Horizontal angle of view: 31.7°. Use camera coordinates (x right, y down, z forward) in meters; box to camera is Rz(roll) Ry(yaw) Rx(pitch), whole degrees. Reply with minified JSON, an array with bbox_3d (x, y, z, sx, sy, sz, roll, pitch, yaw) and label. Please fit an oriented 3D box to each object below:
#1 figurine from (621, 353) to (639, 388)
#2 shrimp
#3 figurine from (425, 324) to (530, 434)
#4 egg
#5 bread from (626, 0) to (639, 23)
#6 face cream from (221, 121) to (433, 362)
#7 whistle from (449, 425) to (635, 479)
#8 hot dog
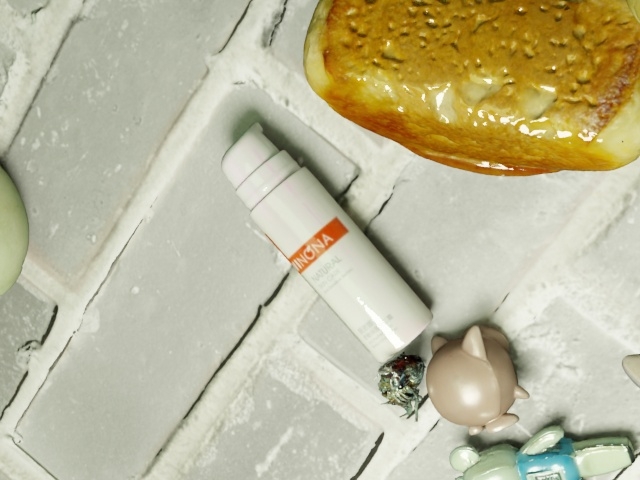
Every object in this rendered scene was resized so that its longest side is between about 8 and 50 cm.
[{"bbox_3d":[0.541,0.109,1.239,0.377,0.361,0.266,35,117,46],"label":"figurine"},{"bbox_3d":[0.114,0.187,1.464,0.076,0.174,0.082,-32,73,-9],"label":"shrimp"},{"bbox_3d":[0.196,0.177,1.434,0.125,0.125,0.138,-23,83,26],"label":"figurine"},{"bbox_3d":[-0.520,-0.032,1.613,0.186,0.186,0.253,-26,93,26],"label":"egg"},{"bbox_3d":[0.407,-0.336,1.044,0.300,0.210,0.341,-12,79,-14],"label":"bread"},{"bbox_3d":[0.000,0.000,1.464,0.345,0.102,0.102,48,116,2],"label":"face cream"},{"bbox_3d":[0.286,0.291,1.455,0.235,0.077,0.114,-17,108,19],"label":"whistle"},{"bbox_3d":[0.194,-0.185,1.266,0.405,0.223,0.185,16,80,19],"label":"hot dog"}]
